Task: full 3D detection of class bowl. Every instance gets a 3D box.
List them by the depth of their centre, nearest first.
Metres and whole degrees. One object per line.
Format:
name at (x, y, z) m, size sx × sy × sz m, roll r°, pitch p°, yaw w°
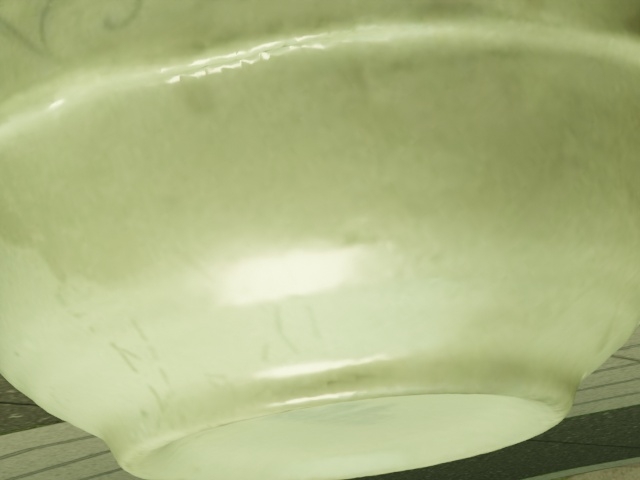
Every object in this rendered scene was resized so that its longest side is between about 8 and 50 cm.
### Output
bowl at (0.000, 0.000, 0.640) m, size 0.307 × 0.163 × 0.307 m, roll -6°, pitch 163°, yaw -2°
